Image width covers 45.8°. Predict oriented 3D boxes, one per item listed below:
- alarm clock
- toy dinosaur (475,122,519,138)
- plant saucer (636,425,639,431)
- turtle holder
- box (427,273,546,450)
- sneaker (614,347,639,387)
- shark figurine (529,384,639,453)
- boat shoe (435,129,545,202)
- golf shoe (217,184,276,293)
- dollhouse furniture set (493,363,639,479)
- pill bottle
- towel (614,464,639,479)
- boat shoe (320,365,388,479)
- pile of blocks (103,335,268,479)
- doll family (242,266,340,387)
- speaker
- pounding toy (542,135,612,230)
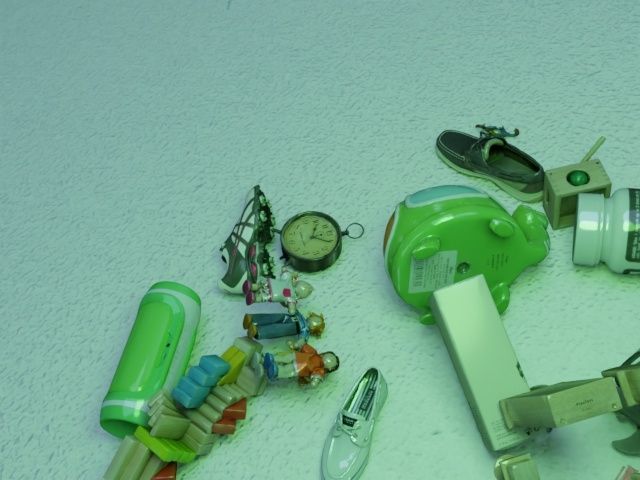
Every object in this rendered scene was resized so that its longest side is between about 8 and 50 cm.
[{"bbox_3d":[0.000,0.000,1.602,0.191,0.064,0.129,-15,55,-3],"label":"alarm clock"},{"bbox_3d":[0.408,-0.252,1.724,0.082,0.047,0.090,0,39,-10],"label":"toy dinosaur"},{"bbox_3d":[0.564,0.321,1.243,0.083,0.013,0.084,-7,52,8],"label":"plant saucer"},{"bbox_3d":[0.269,-0.009,1.432,0.320,0.243,0.227,-31,34,7],"label":"turtle holder"},{"bbox_3d":[0.274,0.204,1.271,0.094,0.113,0.275,-19,80,-1],"label":"box"},{"bbox_3d":[0.620,0.178,1.305,0.271,0.100,0.108,-31,22,-5],"label":"sneaker"},{"bbox_3d":[0.498,0.268,1.224,0.278,0.116,0.166,25,61,35],"label":"shark figurine"},{"bbox_3d":[0.370,-0.183,1.641,0.103,0.092,0.285,-41,54,-19],"label":"boat shoe"},{"bbox_3d":[-0.162,-0.008,1.627,0.120,0.105,0.273,-12,49,13],"label":"golf shoe"},{"bbox_3d":[0.409,0.383,1.095,0.303,0.174,0.356,-14,80,-11],"label":"dollhouse furniture set"},{"bbox_3d":[0.620,-0.015,1.402,0.283,0.161,0.161,4,53,16],"label":"pill bottle"},{"bbox_3d":[0.526,0.445,1.146,0.197,0.029,0.144,25,59,29],"label":"towel"},{"bbox_3d":[0.053,0.322,1.325,0.083,0.076,0.226,9,55,20],"label":"boat shoe"},{"bbox_3d":[-0.213,0.315,1.348,0.112,0.149,0.362,27,62,30],"label":"pile of blocks"},{"bbox_3d":[-0.056,0.182,1.428,0.163,0.118,0.263,1,49,-27],"label":"doll family"},{"bbox_3d":[-0.321,0.229,1.459,0.131,0.131,0.297,2,53,15],"label":"speaker"},{"bbox_3d":[0.518,-0.114,1.519,0.130,0.141,0.100,-13,50,3],"label":"pounding toy"}]
